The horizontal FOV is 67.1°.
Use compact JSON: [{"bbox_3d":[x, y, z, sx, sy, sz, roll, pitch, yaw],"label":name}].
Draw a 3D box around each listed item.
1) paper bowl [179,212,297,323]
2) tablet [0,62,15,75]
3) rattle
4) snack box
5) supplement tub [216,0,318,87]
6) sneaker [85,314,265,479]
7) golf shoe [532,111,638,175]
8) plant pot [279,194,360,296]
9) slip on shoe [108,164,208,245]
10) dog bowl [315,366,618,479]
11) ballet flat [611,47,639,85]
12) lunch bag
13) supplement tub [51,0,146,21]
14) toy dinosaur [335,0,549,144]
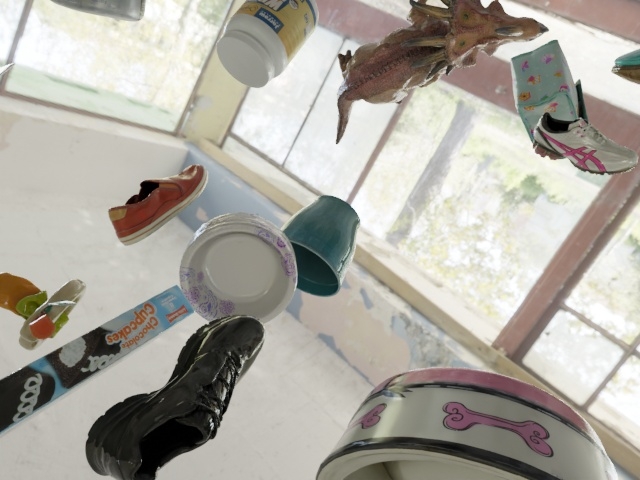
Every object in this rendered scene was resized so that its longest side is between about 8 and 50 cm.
[{"bbox_3d":[-0.202,0.067,1.222,0.284,0.284,0.148,25,-163,-13],"label":"paper bowl"},{"bbox_3d":[-0.726,-0.372,1.083,0.083,0.054,0.006,-76,-30,-42],"label":"tablet"},{"bbox_3d":[-0.429,0.083,0.703,0.142,0.130,0.200,54,168,-7],"label":"rattle"},{"bbox_3d":[-0.355,0.183,0.697,0.060,0.187,0.322,57,-142,0],"label":"snack box"},{"bbox_3d":[-0.108,-0.428,0.993,0.144,0.199,0.144,25,157,12],"label":"supplement tub"},{"bbox_3d":[-0.164,0.212,0.655,0.130,0.286,0.109,-1,125,46],"label":"sneaker"},{"bbox_3d":[0.482,-0.178,0.885,0.186,0.067,0.086,28,152,34],"label":"golf shoe"},{"bbox_3d":[0.000,0.000,1.556,0.272,0.271,0.255,30,-122,6],"label":"plant pot"},{"bbox_3d":[-0.389,-0.115,1.190,0.101,0.123,0.331,65,-145,-24],"label":"slip on shoe"},{"bbox_3d":[0.207,0.341,0.673,0.408,0.408,0.150,29,-135,0],"label":"dog bowl"},{"bbox_3d":[0.653,-0.283,0.745,0.116,0.342,0.124,-50,-62,-42],"label":"ballet flat"},{"bbox_3d":[0.652,-0.383,1.361,0.262,0.160,0.223,39,-132,-39],"label":"lunch bag"},{"bbox_3d":[-0.469,-0.666,1.028,0.207,0.338,0.207,12,-156,-5],"label":"supplement tub"},{"bbox_3d":[0.104,-0.229,0.615,0.127,0.296,0.200,50,-156,-18],"label":"toy dinosaur"}]
